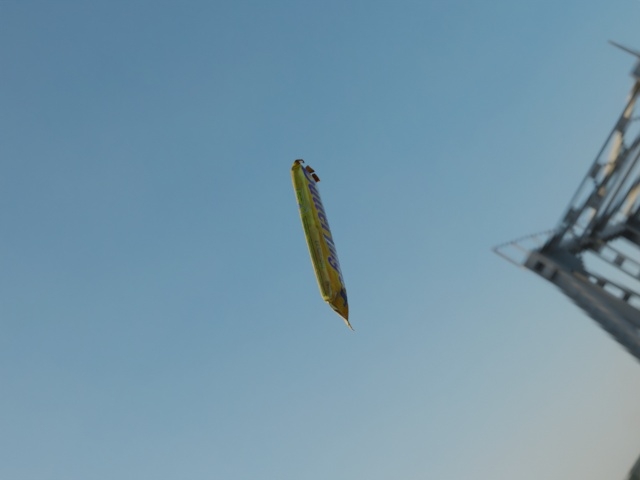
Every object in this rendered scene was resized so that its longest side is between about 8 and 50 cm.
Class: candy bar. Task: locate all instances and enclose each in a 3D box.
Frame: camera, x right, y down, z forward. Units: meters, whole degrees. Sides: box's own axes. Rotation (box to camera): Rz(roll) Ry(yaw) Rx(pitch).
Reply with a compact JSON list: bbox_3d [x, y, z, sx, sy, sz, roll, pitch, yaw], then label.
[{"bbox_3d":[0.000,0.000,0.869,0.018,0.162,0.040,-24,-35,15],"label":"candy bar"}]
